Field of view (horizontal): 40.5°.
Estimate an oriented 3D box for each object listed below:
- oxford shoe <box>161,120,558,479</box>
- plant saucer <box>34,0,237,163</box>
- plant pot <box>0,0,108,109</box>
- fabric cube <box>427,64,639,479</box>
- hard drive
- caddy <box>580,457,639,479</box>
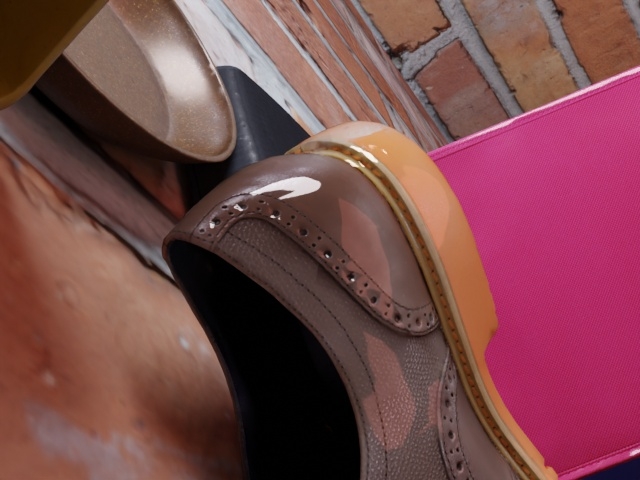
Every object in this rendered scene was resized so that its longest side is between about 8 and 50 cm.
[{"bbox_3d":[0.036,0.134,0.393,0.132,0.130,0.364,-28,94,-43],"label":"oxford shoe"},{"bbox_3d":[-0.120,-0.115,0.454,0.199,0.036,0.199,50,17,-21],"label":"plant saucer"},{"bbox_3d":[-0.144,-0.198,0.255,0.187,0.212,0.212,49,11,19],"label":"plant pot"},{"bbox_3d":[0.221,0.052,0.721,0.259,0.254,0.258,56,11,-69],"label":"fabric cube"},{"bbox_3d":[0.000,0.000,0.599,0.254,0.054,0.172,44,20,-45],"label":"hard drive"},{"bbox_3d":[0.370,0.269,1.067,0.241,0.179,0.341,25,29,-25],"label":"caddy"}]
